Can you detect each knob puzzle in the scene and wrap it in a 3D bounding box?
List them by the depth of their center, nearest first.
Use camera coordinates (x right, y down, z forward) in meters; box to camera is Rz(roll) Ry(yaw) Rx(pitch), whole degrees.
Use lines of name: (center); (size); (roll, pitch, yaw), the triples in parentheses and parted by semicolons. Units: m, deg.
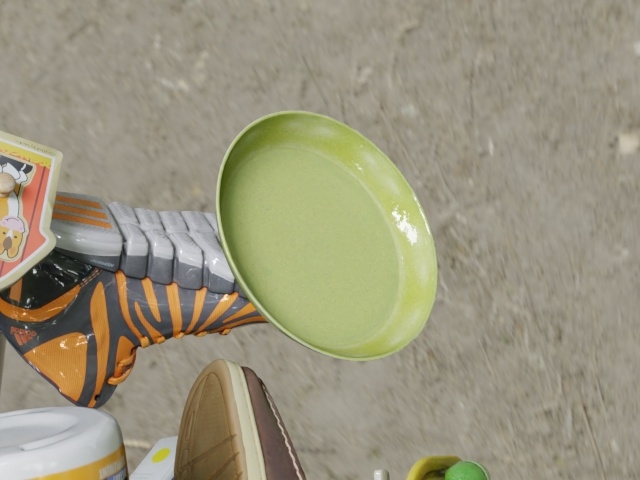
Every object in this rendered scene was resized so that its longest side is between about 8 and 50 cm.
knob puzzle: (-0.306, -0.030, 1.492); (0.213, 0.030, 0.213); (15, 51, -20)

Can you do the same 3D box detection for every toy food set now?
toy food set: (0.120, 0.245, 1.525); (0.071, 0.218, 0.128); (-3, 85, 25)

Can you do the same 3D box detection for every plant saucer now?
plant saucer: (0.000, 0.000, 1.622); (0.037, 0.241, 0.241); (-34, 62, 45)

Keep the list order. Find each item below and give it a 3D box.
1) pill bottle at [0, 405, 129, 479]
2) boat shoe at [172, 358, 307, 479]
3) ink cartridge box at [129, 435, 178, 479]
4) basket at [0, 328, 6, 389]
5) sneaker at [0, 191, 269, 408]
pill bottle: (-0.192, 0.260, 1.232); (0.152, 0.152, 0.272); (-6, 98, 9)
boat shoe: (-0.022, 0.252, 1.391); (0.123, 0.123, 0.342); (4, 56, -32)
ink cartridge box: (-0.126, 0.368, 1.932); (0.072, 0.304, 0.307); (-3, 36, 39)
basket: (-0.386, 0.158, 1.789); (0.154, 0.227, 0.204); (-6, 28, -24)
sneaker: (-0.150, 0.069, 1.709); (0.321, 0.124, 0.180); (13, 111, -21)
